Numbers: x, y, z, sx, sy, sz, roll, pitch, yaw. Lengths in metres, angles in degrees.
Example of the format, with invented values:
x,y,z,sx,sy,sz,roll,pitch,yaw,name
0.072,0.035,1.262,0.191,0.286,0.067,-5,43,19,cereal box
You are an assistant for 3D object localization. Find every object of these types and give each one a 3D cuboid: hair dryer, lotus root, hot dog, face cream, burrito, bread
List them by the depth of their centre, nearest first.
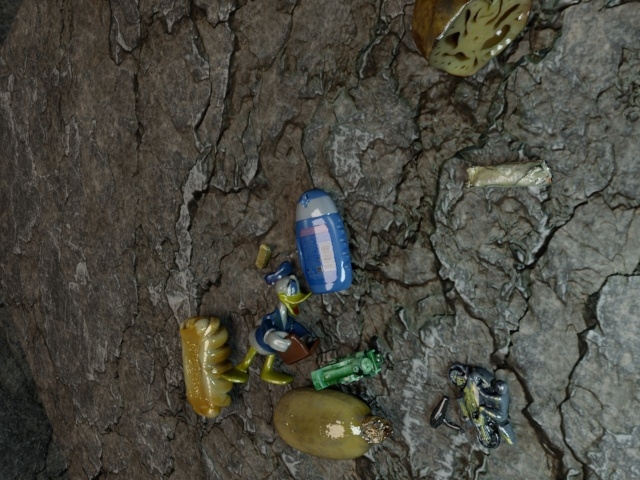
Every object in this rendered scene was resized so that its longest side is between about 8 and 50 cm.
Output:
x,y,z,sx,sy,sz,roll,pitch,yaw,name
0.271,-0.445,0.939,0.199,0.188,0.180,-38,61,34,lotus root
0.375,-0.131,0.986,0.171,0.042,0.051,0,93,38,burrito
0.299,0.408,1.124,0.083,0.031,0.079,26,102,16,hair dryer
0.000,0.000,1.240,0.149,0.083,0.264,-11,90,35,face cream
0.025,0.467,1.241,0.342,0.151,0.170,-5,94,38,lotus root
-0.159,0.042,1.390,0.030,0.034,0.090,35,134,16,hot dog
-0.347,0.385,1.513,0.172,0.121,0.312,0,96,39,bread

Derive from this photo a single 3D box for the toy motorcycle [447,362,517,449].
x,y,z,sx,sy,sz,roll,pitch,yaw,name
0.355,0.345,1.048,0.124,0.061,0.194,-39,65,39,toy motorcycle

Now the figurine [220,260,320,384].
x,y,z,sx,sy,sz,roll,pitch,yaw,name
-0.117,0.221,1.295,0.283,0.204,0.339,3,85,60,figurine

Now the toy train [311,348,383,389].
x,y,z,sx,sy,sz,roll,pitch,yaw,name
0.070,0.320,1.222,0.178,0.104,0.071,-27,77,34,toy train
